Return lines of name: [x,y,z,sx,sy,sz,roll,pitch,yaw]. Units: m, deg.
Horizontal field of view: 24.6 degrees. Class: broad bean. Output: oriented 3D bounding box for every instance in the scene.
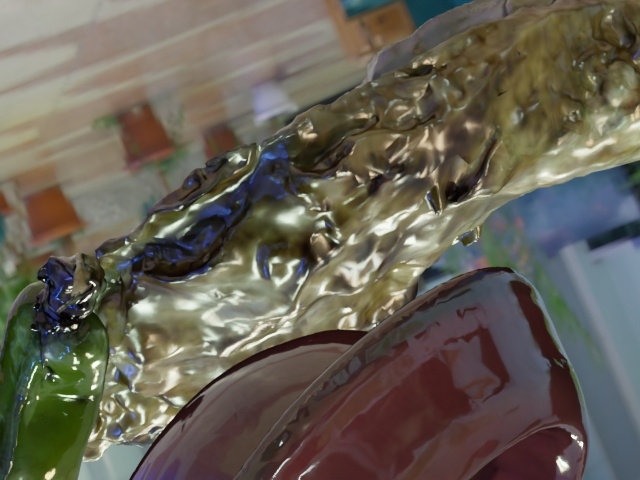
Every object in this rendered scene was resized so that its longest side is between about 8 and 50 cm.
broad bean: [-0.126,0.140,0.529,0.056,0.318,0.098,16,-158,2]

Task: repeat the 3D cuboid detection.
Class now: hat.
hat: [-0.006,0.090,0.415,0.205,0.089,0.205,-41,150,-30]

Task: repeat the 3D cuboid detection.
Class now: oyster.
oyster: [0.000,-0.001,0.595,0.396,0.111,0.204,-34,179,26]
